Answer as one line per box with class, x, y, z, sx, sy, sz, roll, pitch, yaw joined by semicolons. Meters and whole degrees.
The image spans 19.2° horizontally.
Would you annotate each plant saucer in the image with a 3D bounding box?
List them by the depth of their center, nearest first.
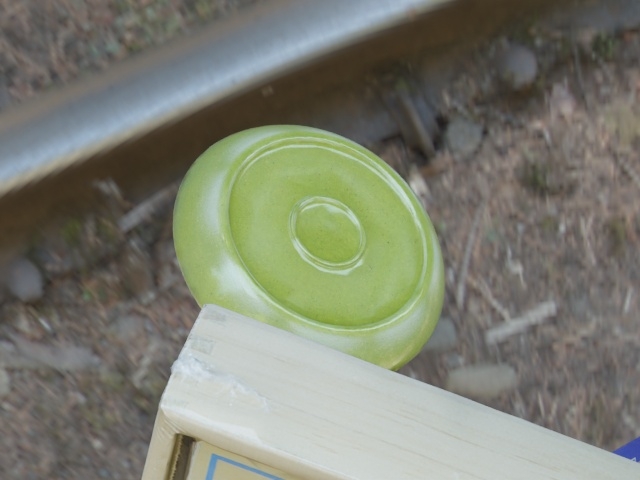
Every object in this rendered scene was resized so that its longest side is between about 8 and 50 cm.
plant saucer;0.000;0.000;1.528;0.241;0.037;0.241;13;55;-20

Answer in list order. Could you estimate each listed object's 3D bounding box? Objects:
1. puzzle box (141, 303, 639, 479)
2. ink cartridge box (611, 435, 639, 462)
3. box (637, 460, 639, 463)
puzzle box;0.040;0.216;0.728;0.272;0.409;0.052;20;45;5
ink cartridge box;0.206;0.357;1.732;0.072;0.307;0.304;14;57;-19
box;0.295;0.207;1.246;0.164;0.021;0.201;-29;99;-25
